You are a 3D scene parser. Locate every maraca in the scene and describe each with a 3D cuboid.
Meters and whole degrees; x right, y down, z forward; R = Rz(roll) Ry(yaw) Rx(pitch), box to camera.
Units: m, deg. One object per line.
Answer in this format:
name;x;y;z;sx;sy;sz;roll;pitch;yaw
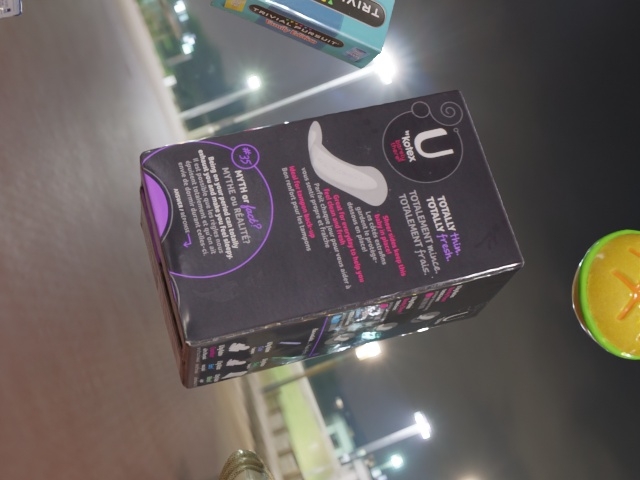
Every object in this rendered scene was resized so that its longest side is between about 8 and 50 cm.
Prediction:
maraca;0.324;0.052;1.079;0.099;0.186;0.127;-9;-96;59

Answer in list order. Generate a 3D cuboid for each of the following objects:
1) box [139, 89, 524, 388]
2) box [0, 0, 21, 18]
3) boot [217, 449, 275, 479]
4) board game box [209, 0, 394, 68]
box;0.000;0.000;0.897;0.143;0.270;0.165;110;-35;-68
box;-0.268;-0.244;0.781;0.137;0.072;0.126;64;-23;24
boot;-0.066;0.393;1.253;0.203;0.095;0.261;-130;-148;-66
board game box;0.004;-0.462;1.642;0.079;0.254;0.336;-27;-133;64
